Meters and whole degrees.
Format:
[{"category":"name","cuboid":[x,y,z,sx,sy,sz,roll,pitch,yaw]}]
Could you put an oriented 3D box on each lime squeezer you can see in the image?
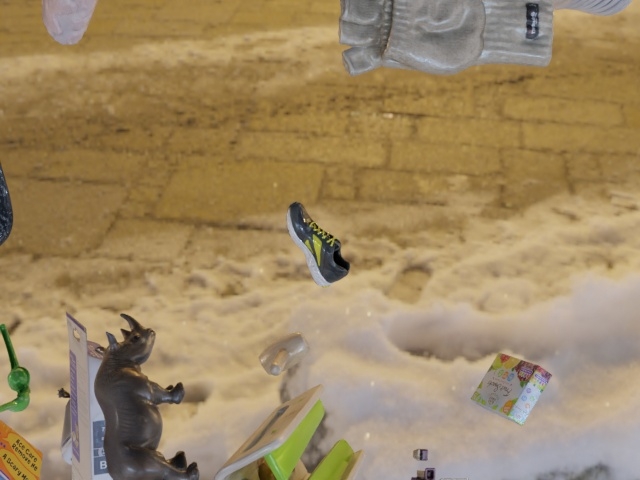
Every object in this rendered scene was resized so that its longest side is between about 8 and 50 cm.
[{"category":"lime squeezer","cuboid":[-0.697,0.318,2.152,0.110,0.059,0.310,34,23,-28]}]

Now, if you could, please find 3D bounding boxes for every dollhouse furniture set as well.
[{"category":"dollhouse furniture set","cuboid":[0.226,0.409,1.668,0.114,0.091,0.081,8,-11,-27]}]

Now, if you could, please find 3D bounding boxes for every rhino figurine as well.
[{"category":"rhino figurine","cuboid":[-0.228,0.198,1.203,0.106,0.073,0.243,-2,61,-27]}]

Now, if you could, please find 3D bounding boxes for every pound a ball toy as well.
[{"category":"pound a ball toy","cuboid":[-0.061,0.266,1.298,0.136,0.208,0.319,-32,0,13]}]

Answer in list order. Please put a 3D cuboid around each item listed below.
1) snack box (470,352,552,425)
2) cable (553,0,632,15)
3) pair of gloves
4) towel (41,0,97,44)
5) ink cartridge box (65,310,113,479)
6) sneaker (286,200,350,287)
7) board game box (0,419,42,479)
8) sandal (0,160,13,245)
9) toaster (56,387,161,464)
[{"category":"snack box","cuboid":[0.322,0.251,1.640,0.037,0.100,0.141,34,-7,-15]},{"category":"cable","cuboid":[0.311,-0.394,1.120,0.089,0.257,0.257,-3,71,-15]},{"category":"pair of gloves","cuboid":[0.103,-0.263,0.831,0.204,0.240,0.042,-8,6,-19]},{"category":"towel","cuboid":[-0.190,-0.382,0.812,0.053,0.332,0.316,4,68,-21]},{"category":"ink cartridge box","cuboid":[-0.391,0.295,1.670,0.065,0.332,0.165,-4,10,-25]},{"category":"sneaker","cuboid":[0.000,0.000,0.856,0.035,0.083,0.031,-20,14,30]},{"category":"board game box","cuboid":[-0.612,0.376,1.173,0.356,0.356,0.356,-20,45,14]},{"category":"sandal","cuboid":[-0.491,-0.172,1.212,0.168,0.445,0.107,-18,28,-11]},{"category":"toaster","cuboid":[-0.436,0.388,1.965,0.227,0.129,0.146,29,31,-25]}]
